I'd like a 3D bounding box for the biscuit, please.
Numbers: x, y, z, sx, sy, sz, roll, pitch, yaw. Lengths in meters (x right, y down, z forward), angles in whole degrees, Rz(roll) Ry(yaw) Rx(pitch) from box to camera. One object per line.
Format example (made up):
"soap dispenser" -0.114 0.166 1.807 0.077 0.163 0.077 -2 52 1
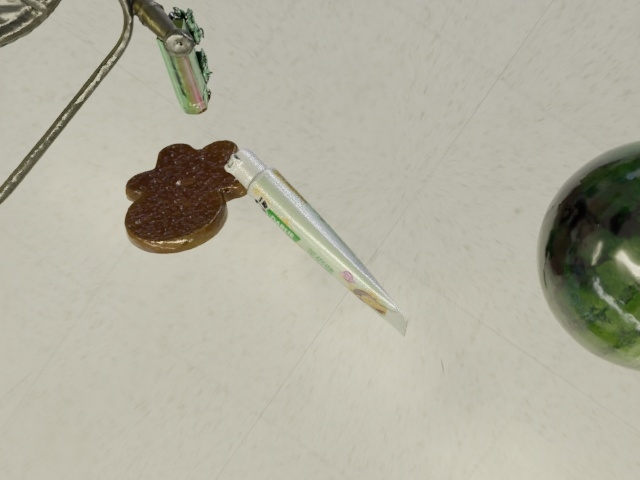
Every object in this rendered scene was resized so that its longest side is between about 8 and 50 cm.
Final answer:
"biscuit" -0.186 -0.060 1.557 0.180 0.236 0.039 0 127 13

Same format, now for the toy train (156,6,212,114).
"toy train" -0.166 -0.226 1.420 0.038 0.148 0.071 4 56 12

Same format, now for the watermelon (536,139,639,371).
"watermelon" 0.336 0.016 1.128 0.242 0.242 0.242 0 93 4

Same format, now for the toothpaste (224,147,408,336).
"toothpaste" 0.000 0.000 1.446 0.314 0.058 0.056 46 120 15

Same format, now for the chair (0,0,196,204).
"chair" -0.398 -0.251 1.162 0.365 0.410 0.362 31 112 -30
